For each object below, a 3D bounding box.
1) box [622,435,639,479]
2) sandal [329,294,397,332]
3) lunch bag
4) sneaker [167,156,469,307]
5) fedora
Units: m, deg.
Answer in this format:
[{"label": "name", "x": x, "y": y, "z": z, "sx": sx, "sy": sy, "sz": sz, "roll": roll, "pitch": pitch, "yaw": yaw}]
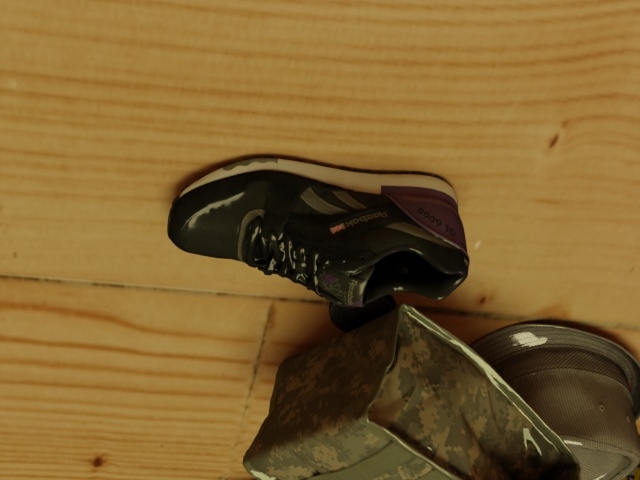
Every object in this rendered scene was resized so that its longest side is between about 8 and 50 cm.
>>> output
[{"label": "box", "x": 0.536, "y": 0.423, "z": 1.294, "sx": 0.177, "sy": 0.279, "sz": 0.290, "roll": -33, "pitch": 129, "yaw": 24}, {"label": "sandal", "x": 0.056, "y": 0.080, "z": 1.066, "sx": 0.067, "sy": 0.040, "sz": 0.179, "roll": -15, "pitch": 149, "yaw": 16}, {"label": "lunch bag", "x": 0.103, "y": 0.229, "z": 1.053, "sx": 0.287, "sy": 0.169, "sz": 0.235, "roll": 35, "pitch": 143, "yaw": -19}, {"label": "sneaker", "x": 0.000, "y": 0.000, "z": 0.911, "sx": 0.283, "sy": 0.124, "sz": 0.107, "roll": -1, "pitch": 135, "yaw": -6}, {"label": "fedora", "x": 0.277, "y": 0.226, "z": 1.173, "sx": 0.275, "sy": 0.124, "sz": 0.243, "roll": 31, "pitch": 124, "yaw": -32}]
